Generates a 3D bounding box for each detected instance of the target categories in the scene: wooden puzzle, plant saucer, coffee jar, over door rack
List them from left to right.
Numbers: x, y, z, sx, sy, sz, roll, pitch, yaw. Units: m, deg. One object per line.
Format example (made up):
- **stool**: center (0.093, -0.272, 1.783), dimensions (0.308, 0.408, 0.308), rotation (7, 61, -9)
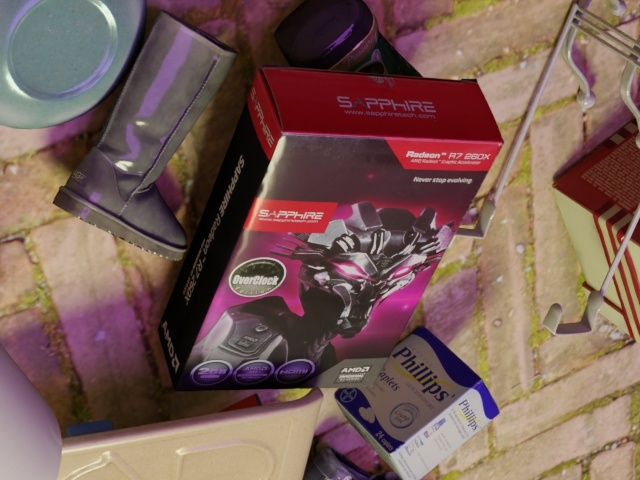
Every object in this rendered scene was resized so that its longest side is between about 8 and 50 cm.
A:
- **plant saucer**: center (-0.232, -0.177, 1.466), dimensions (0.195, 0.037, 0.195), rotation (-18, 128, -24)
- **wooden puzzle**: center (-0.181, 0.278, 1.745), dimensions (0.348, 0.080, 0.322), rotation (-11, 139, -23)
- **coffee jar**: center (0.035, -0.167, 1.637), dimensions (0.096, 0.079, 0.184), rotation (-40, 136, 3)
- **over door rack**: center (0.295, -0.083, 1.776), dimensions (0.108, 0.239, 0.324), rotation (21, 105, -37)

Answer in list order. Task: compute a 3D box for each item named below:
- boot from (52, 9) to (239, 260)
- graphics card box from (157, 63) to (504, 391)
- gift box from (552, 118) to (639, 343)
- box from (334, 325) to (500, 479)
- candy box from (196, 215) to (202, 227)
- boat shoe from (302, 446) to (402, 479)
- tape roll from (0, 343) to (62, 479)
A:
- **boot**: center (-0.143, -0.095, 1.573), dimensions (0.208, 0.076, 0.189), rotation (-62, 149, -1)
- **graphics card box**: center (0.000, 0.000, 1.629), dimensions (0.233, 0.094, 0.371), rotation (1, 137, -26)
- **gift box**: center (0.465, -0.001, 1.946), dimensions (0.276, 0.255, 0.258), rotation (-33, 132, -8)
- **box**: center (0.109, 0.187, 1.905), dimensions (0.137, 0.126, 0.072), rotation (-38, 133, -9)
- **candy box**: center (-0.012, -0.038, 1.679), dimensions (0.206, 0.027, 0.105), rotation (-30, 136, 15)
- **boat shoe**: center (0.079, 0.328, 2.003), dimensions (0.301, 0.108, 0.102), rotation (35, 98, -38)
- **tape roll**: center (-0.371, 0.171, 1.460), dimensions (0.246, 0.246, 0.169), rotation (-36, 135, -10)
